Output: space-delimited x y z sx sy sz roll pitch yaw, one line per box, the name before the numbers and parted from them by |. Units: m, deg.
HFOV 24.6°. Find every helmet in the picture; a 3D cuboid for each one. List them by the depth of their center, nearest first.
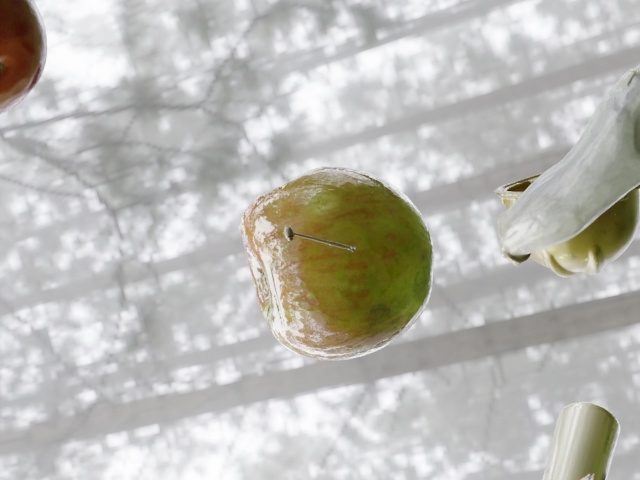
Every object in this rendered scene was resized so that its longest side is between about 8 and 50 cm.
helmet | 0.350 -0.021 2.008 0.257 0.205 0.140 -21 -75 -71

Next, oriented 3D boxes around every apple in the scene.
apple | 0.030 0.034 2.534 0.339 0.339 0.339 35 -132 -50

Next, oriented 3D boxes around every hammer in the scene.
hammer | 0.000 0.000 2.168 0.123 0.014 0.029 13 -133 -29

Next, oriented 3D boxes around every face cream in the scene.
face cream | 0.295 0.385 1.836 0.173 0.081 0.348 74 -147 -69

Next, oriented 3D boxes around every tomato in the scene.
tomato | -0.415 -0.233 1.750 0.136 0.195 0.195 38 -171 34

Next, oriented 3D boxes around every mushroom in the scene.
mushroom | 0.337 -0.093 1.772 0.097 0.351 0.109 20 -146 -35

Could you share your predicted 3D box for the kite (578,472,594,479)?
kite | 0.124 0.317 1.249 0.013 0.327 0.377 45 173 -13
